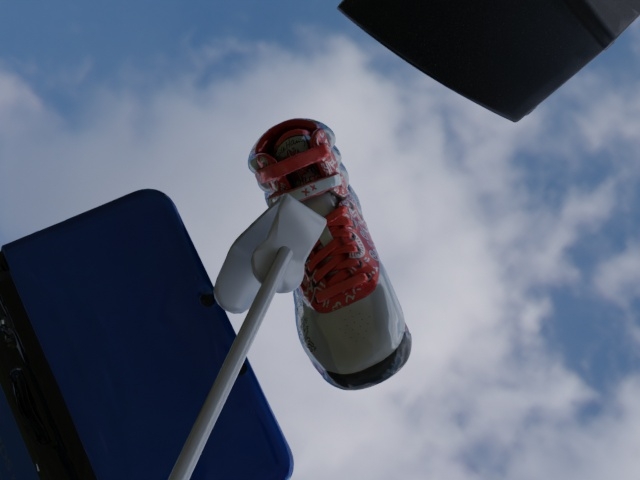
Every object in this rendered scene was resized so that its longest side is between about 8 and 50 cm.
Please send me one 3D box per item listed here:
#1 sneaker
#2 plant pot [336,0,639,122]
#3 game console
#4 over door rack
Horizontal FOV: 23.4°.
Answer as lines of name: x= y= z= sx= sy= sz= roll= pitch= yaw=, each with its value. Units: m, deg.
sneaker: x=-0.001 y=0.000 z=1.295 sx=0.090 sy=0.145 sz=0.270 roll=-22 pitch=-148 yaw=5
plant pot: x=0.161 y=-0.208 z=1.206 sx=0.188 sy=0.167 sz=0.187 roll=-44 pitch=-178 yaw=-41
game console: x=-0.199 y=0.145 z=1.329 sx=0.250 sy=0.173 sz=0.293 roll=-46 pitch=-117 yaw=44
over door rack: x=0.042 y=0.139 z=0.533 sx=0.108 sy=0.239 sz=0.324 roll=-45 pitch=-163 yaw=41
